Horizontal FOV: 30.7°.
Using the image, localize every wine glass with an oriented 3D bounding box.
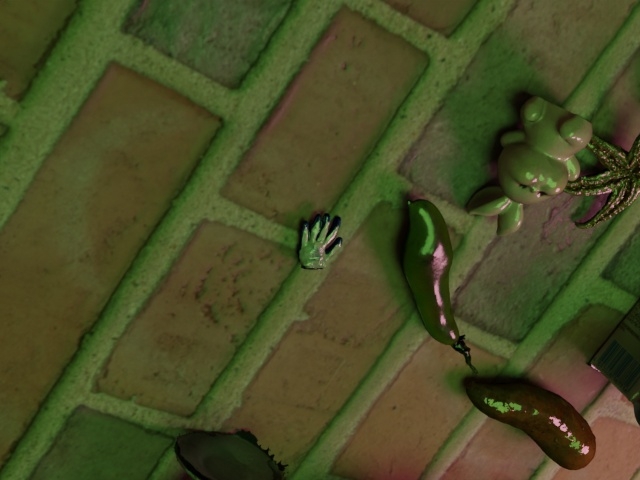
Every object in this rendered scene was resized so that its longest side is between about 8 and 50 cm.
[{"bbox_3d":[-0.195,0.457,1.711,0.190,0.190,0.357,16,106,-31],"label":"wine glass"}]

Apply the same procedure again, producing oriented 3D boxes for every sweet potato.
[{"bbox_3d":[0.355,0.287,1.915,0.292,0.097,0.097,36,101,-27],"label":"sweet potato"}]

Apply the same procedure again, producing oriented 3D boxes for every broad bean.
[{"bbox_3d":[0.167,0.065,1.712,0.075,0.067,0.325,-7,130,15],"label":"broad bean"}]

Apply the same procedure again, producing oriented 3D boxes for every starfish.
[{"bbox_3d":[0.461,-0.096,1.726,0.238,0.057,0.213,8,131,-4],"label":"starfish"}]

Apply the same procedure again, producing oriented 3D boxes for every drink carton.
[{"bbox_3d":[0.626,0.148,1.924,0.194,0.132,0.324,27,104,-35],"label":"drink carton"}]

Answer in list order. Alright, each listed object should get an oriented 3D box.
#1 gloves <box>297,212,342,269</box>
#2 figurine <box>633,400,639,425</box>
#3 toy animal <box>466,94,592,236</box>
[{"bbox_3d":[0.000,0.000,1.616,0.064,0.026,0.086,-3,115,-25],"label":"gloves"},{"bbox_3d":[0.585,0.293,1.834,0.208,0.128,0.184,-47,129,10],"label":"figurine"},{"bbox_3d":[0.297,-0.091,1.638,0.124,0.124,0.212,16,108,-31],"label":"toy animal"}]
